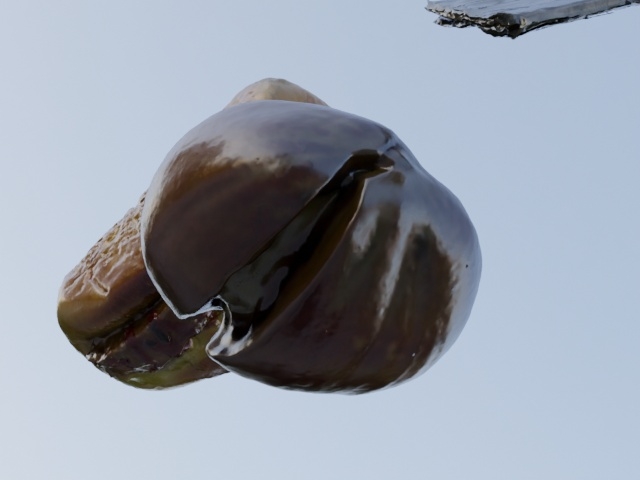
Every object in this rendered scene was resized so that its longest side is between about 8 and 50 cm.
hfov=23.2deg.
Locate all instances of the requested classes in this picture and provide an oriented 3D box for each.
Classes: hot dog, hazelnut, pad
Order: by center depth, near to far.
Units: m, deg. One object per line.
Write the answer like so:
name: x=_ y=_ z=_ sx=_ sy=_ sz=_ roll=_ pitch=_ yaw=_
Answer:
hazelnut: x=0.000 y=0.000 z=1.122 sx=0.251 sy=0.217 sz=0.217 roll=35 pitch=-32 yaw=-16
pad: x=0.212 y=-0.195 z=1.206 sx=0.174 sy=0.233 sz=0.022 roll=-148 pitch=-135 yaw=-68
hot dog: x=-0.107 y=0.014 z=1.738 sx=0.185 sy=0.405 sz=0.223 roll=43 pitch=2 yaw=-27
